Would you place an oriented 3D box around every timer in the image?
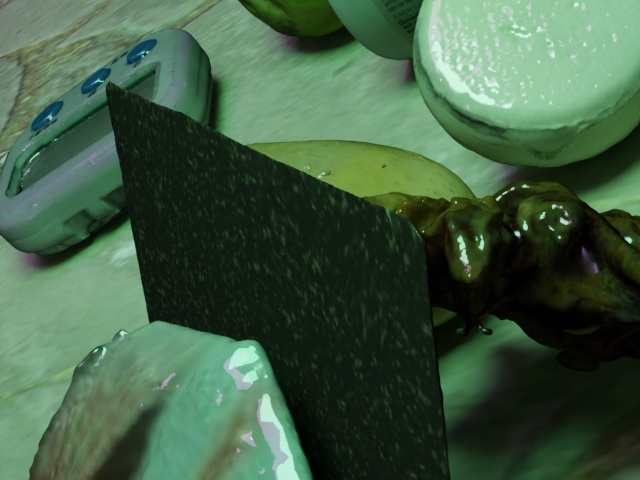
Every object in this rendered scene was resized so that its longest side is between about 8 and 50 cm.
[{"bbox_3d":[-0.179,-0.082,1.032,0.208,0.069,0.191,-30,31,18],"label":"timer"}]

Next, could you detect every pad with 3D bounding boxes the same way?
[{"bbox_3d":[-0.026,0.056,0.534,0.004,0.220,0.330,-16,21,-22],"label":"pad"}]

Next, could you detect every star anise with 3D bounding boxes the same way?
[{"bbox_3d":[0.096,0.014,0.482,0.233,0.177,0.073,10,91,39],"label":"star anise"}]

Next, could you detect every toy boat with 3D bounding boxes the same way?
[{"bbox_3d":[-0.031,0.161,0.463,0.282,0.096,0.206,50,124,51],"label":"toy boat"}]

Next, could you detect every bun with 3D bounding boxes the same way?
[{"bbox_3d":[0.120,-0.097,0.670,0.138,0.094,0.138,-5,68,13],"label":"bun"}]

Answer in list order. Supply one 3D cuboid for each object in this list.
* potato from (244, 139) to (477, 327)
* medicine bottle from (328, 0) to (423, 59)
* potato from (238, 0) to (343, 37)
[{"bbox_3d":[0.000,0.000,0.649,0.178,0.109,0.118,6,29,20],"label":"potato"},{"bbox_3d":[0.110,-0.215,0.797,0.215,0.135,0.135,-24,33,30],"label":"medicine bottle"},{"bbox_3d":[0.008,-0.271,0.987,0.228,0.148,0.197,-56,4,-14],"label":"potato"}]
